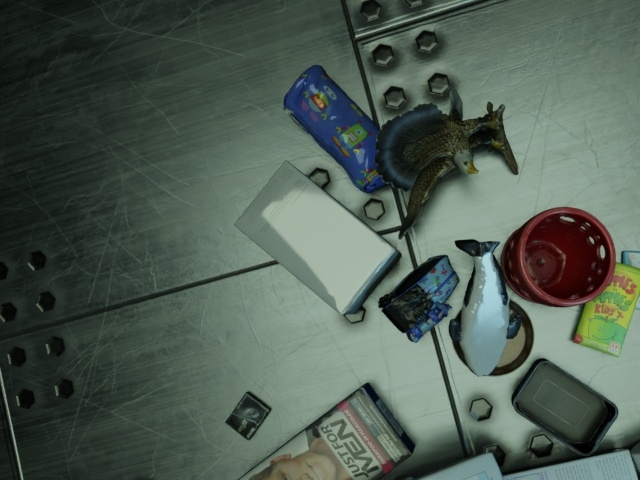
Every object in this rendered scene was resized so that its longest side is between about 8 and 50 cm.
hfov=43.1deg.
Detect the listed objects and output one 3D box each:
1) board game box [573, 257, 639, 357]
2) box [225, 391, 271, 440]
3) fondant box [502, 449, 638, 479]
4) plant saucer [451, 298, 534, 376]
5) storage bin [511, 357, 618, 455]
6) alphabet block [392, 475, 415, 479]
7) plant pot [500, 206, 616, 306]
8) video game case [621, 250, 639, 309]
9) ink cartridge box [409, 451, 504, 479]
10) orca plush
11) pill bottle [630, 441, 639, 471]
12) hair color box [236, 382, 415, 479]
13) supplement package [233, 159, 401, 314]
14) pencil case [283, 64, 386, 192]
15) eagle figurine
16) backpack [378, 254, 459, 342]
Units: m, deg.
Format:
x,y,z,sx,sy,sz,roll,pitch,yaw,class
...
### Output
x,y,z,sx,sy,sz,roll,pitch,yaw,class
0.582,0.134,1.631,0.092,0.043,0.181,18,92,22,board game box
-0.158,0.383,1.768,0.067,0.018,0.083,36,92,11,box
0.456,0.554,1.550,0.330,0.096,0.238,-11,72,-2,fondant box
0.358,0.197,1.685,0.168,0.029,0.168,-1,86,10,plant saucer
0.487,0.332,1.624,0.180,0.084,0.122,33,92,12,storage bin
0.157,0.592,1.583,0.192,0.197,0.193,-35,78,-10,alphabet block
0.456,0.041,1.594,0.191,0.174,0.191,1,80,-4,plant pot
0.697,0.083,1.640,0.166,0.015,0.119,3,86,11,video game case
0.187,0.589,1.437,0.385,0.091,0.308,-19,76,-8,ink cartridge box
0.307,0.125,1.628,0.151,0.102,0.287,-21,111,-6,orca plush
0.716,0.505,1.530,0.160,0.160,0.283,-27,81,7,pill bottle
0.008,0.471,1.689,0.347,0.105,0.174,-38,80,6,hair color box
0.000,0.000,1.689,0.293,0.177,0.175,39,93,11,supplement package
0.045,-0.233,1.727,0.133,0.119,0.306,-40,80,-12,pencil case
0.242,-0.168,1.634,0.298,0.225,0.226,-27,92,0,eagle figurine
0.215,0.113,1.658,0.173,0.158,0.117,-41,84,-5,backpack
